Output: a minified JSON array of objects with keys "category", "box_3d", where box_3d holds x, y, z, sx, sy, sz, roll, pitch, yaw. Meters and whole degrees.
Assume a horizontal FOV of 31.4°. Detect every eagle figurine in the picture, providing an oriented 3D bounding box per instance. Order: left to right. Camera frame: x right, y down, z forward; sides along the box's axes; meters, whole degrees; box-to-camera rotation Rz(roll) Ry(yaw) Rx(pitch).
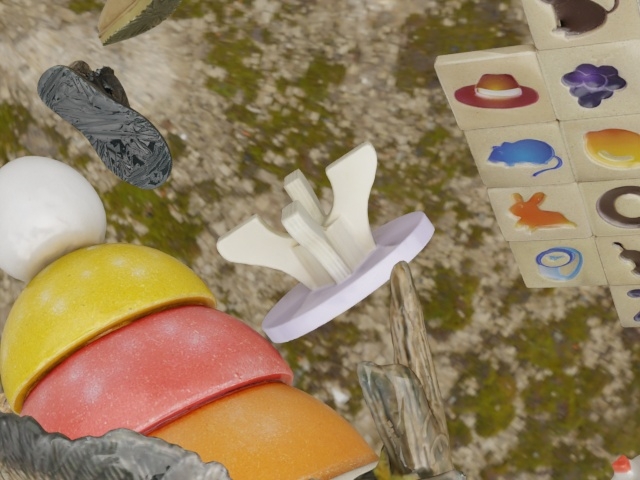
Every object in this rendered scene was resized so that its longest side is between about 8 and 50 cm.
[{"category":"eagle figurine","box_3d":[-0.070,0.168,0.537,0.298,0.226,0.225,-14,130,3]}]

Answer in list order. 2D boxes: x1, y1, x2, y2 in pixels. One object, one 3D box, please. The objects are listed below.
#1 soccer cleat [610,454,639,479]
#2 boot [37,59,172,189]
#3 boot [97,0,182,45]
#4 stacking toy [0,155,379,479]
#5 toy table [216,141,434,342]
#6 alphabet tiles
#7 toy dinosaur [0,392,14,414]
[{"category":"soccer cleat","box_3d":[0.251,0.146,0.729,0.196,0.068,0.076,-40,112,-17]},{"category":"boot","box_3d":[-0.319,-0.189,1.780,0.246,0.207,0.094,40,99,-6]},{"category":"boot","box_3d":[-0.272,-0.425,1.519,0.089,0.236,0.270,-24,88,-44]},{"category":"stacking toy","box_3d":[-0.171,0.120,1.048,0.350,0.350,0.480,-26,73,-10]},{"category":"toy table","box_3d":[0.000,0.000,1.563,0.274,0.252,0.161,-36,104,-2]},{"category":"alphabet tiles","box_3d":[0.233,-0.043,0.656,0.342,0.285,0.011,58,36,-48]},{"category":"toy dinosaur","box_3d":[-0.461,0.334,1.773,0.112,0.064,0.212,-10,85,-53]}]
